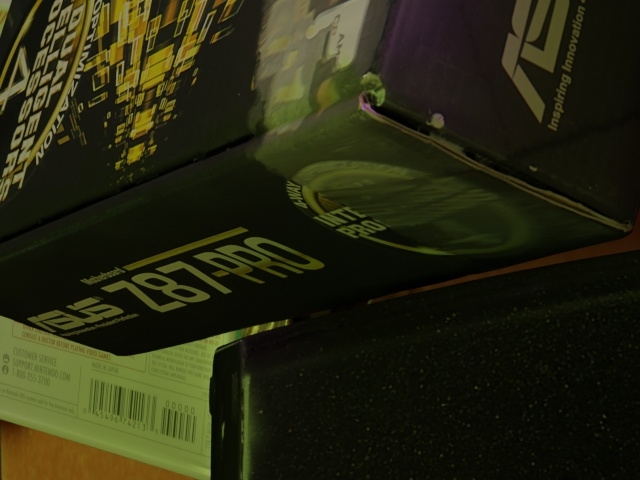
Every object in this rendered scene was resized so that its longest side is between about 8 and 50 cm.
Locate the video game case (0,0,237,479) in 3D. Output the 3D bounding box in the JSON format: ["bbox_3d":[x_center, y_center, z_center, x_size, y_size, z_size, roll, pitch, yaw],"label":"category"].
[{"bbox_3d":[-0.116,-0.009,0.945,0.227,0.026,0.206,11,100,37],"label":"video game case"}]

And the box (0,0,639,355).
[{"bbox_3d":[0.015,-0.169,0.656,0.318,0.097,0.395,-13,57,57],"label":"box"}]

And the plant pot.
[{"bbox_3d":[0.054,0.093,0.543,0.188,0.167,0.187,151,119,-82],"label":"plant pot"}]

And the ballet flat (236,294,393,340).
[{"bbox_3d":[0.000,0.000,0.817,0.067,0.073,0.206,-7,83,31],"label":"ballet flat"}]
